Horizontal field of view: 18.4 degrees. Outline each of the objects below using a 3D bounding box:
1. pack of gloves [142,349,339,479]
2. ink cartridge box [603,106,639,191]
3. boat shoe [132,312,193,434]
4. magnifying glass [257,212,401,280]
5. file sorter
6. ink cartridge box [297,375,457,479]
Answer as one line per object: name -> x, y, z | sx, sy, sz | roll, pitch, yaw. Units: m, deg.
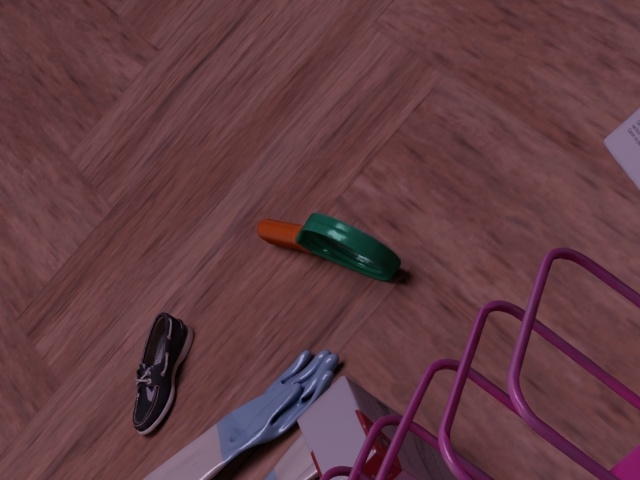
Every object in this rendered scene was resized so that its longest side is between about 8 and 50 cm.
pack of gloves -> -0.053, 0.206, 1.749 | 0.232, 0.046, 0.195 | -39, 24, 10
ink cartridge box -> 0.373, -0.089, 1.459 | 0.273, 0.114, 0.197 | -43, 33, 12
boat shoe -> -0.161, 0.129, 1.932 | 0.046, 0.038, 0.125 | -9, 51, 45
magnifying glass -> 0.000, 0.000, 1.842 | 0.026, 0.092, 0.231 | -61, 25, -11
file sorter -> 0.124, 0.175, 1.315 | 0.290, 0.182, 0.202 | -49, 9, 35
ink cartridge box -> 0.056, 0.181, 1.546 | 0.056, 0.135, 0.099 | -44, 34, 14
